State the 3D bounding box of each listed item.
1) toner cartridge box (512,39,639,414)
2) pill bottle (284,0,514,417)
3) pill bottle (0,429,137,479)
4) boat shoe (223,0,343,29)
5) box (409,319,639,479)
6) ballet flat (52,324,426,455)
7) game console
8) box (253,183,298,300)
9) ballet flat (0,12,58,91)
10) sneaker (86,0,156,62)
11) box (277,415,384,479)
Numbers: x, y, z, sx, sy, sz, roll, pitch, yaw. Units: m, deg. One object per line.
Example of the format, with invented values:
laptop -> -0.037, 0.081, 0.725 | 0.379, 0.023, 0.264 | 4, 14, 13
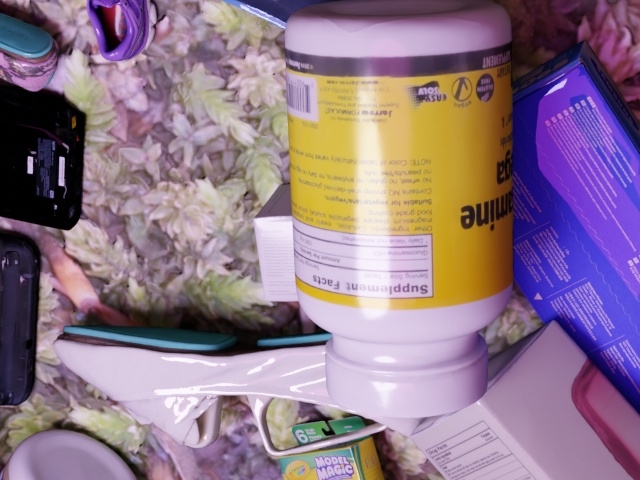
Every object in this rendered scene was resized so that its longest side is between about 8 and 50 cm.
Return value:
toner cartridge box -> 0.264, 0.007, 1.353 | 0.165, 0.075, 0.348 | -30, 102, 23
pill bottle -> 0.069, -0.031, 1.242 | 0.188, 0.188, 0.334 | 1, 106, 14
pill bottle -> -0.315, 0.344, 1.596 | 0.153, 0.153, 0.264 | 34, 117, -1
boat shoe -> -0.072, -0.263, 1.329 | 0.258, 0.109, 0.089 | 23, 106, -15
box -> 0.223, 0.213, 1.363 | 0.232, 0.127, 0.148 | 49, 150, 1
ballet flat -> -0.078, 0.148, 1.456 | 0.400, 0.139, 0.139 | 0, 111, 11
game console -> -0.358, 0.007, 1.531 | 0.213, 0.044, 0.361 | 12, 114, 11
box -> 0.000, 0.000, 1.403 | 0.102, 0.101, 0.087 | -1, 111, 15
ballet flat -> -0.358, -0.208, 1.432 | 0.221, 0.077, 0.079 | 29, 135, 1
sneaker -> -0.189, -0.248, 1.367 | 0.068, 0.071, 0.170 | -1, 111, 15
box -> 0.022, 0.273, 1.509 | 0.105, 0.043, 0.179 | -15, 91, 40
